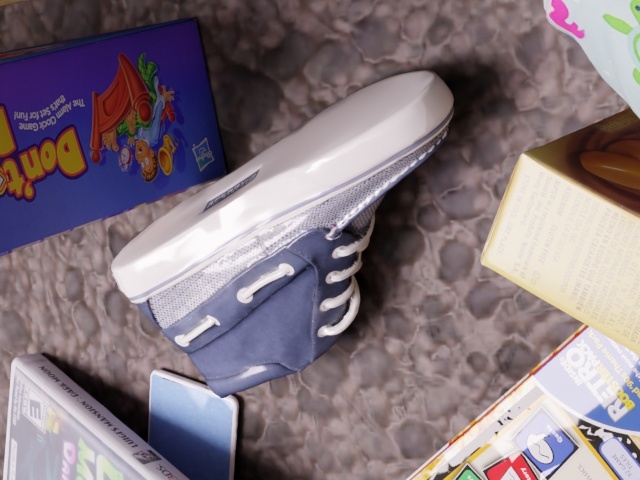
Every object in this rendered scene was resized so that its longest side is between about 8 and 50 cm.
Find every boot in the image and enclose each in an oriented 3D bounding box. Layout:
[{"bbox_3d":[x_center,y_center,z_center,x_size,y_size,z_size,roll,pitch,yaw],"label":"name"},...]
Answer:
[{"bbox_3d":[0.000,0.000,0.806,0.190,0.069,0.086,-28,108,34],"label":"boot"}]

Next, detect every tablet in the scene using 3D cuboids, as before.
[{"bbox_3d":[-0.065,0.109,0.910,0.054,0.006,0.083,17,114,30],"label":"tablet"}]

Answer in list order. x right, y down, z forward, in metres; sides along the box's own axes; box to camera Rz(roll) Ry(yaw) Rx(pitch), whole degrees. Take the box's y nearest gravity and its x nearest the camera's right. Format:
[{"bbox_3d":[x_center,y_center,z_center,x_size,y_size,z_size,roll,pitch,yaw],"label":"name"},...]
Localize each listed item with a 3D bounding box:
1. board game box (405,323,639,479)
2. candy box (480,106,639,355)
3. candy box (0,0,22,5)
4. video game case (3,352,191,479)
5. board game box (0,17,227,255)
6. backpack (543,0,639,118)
[{"bbox_3d":[0.121,0.122,0.758,0.147,0.045,0.193,52,126,11],"label":"board game box"},{"bbox_3d":[0.166,0.018,0.655,0.187,0.109,0.053,32,120,23],"label":"candy box"},{"bbox_3d":[-0.216,-0.163,0.739,0.183,0.316,0.087,35,122,23],"label":"candy box"},{"bbox_3d":[-0.115,0.177,0.925,0.173,0.022,0.190,31,121,45],"label":"video game case"},{"bbox_3d":[-0.253,-0.028,0.861,0.347,0.233,0.078,-5,101,37],"label":"board game box"},{"bbox_3d":[0.192,-0.092,0.512,0.225,0.253,0.191,-41,79,36],"label":"backpack"}]
